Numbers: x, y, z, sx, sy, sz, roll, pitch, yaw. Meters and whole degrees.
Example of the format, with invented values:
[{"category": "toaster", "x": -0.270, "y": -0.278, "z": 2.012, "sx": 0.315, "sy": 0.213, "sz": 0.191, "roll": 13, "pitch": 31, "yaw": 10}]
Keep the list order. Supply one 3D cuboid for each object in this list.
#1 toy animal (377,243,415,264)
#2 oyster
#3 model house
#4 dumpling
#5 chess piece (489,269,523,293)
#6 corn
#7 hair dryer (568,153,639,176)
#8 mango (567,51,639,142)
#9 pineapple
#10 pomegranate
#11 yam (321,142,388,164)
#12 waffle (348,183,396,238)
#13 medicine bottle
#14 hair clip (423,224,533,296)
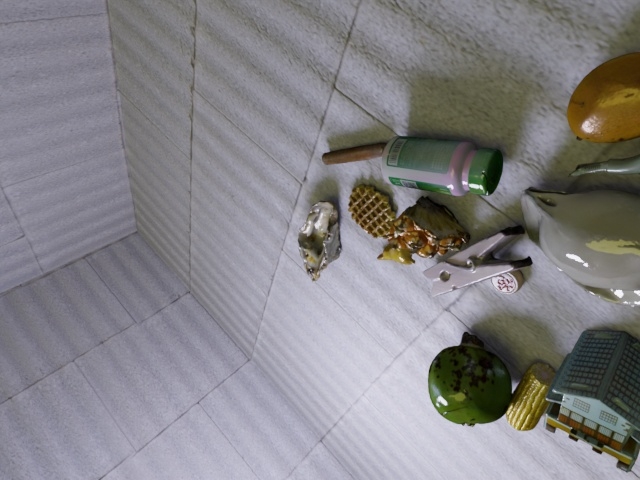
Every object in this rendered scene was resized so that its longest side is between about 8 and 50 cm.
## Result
[{"category": "toy animal", "x": 0.231, "y": 0.039, "z": 1.279, "sx": 0.083, "sy": 0.070, "sz": 0.159, "roll": 23, "pitch": 166, "yaw": -22}, {"category": "oyster", "x": 0.005, "y": -0.001, "z": 1.468, "sx": 0.166, "sy": 0.110, "sz": 0.341, "roll": 16, "pitch": 125, "yaw": 34}, {"category": "model house", "x": 0.653, "y": 0.354, "z": 0.923, "sx": 0.198, "sy": 0.224, "sz": 0.215, "roll": 23, "pitch": 135, "yaw": 39}, {"category": "dumpling", "x": 0.576, "y": 0.021, "z": 0.808, "sx": 0.341, "sy": 0.181, "sz": 0.260, "roll": 9, "pitch": 144, "yaw": 32}, {"category": "chess piece", "x": 0.491, "y": 0.102, "z": 1.060, "sx": 0.083, "sy": 0.038, "sz": 0.083, "roll": 27, "pitch": 135, "yaw": 31}, {"category": "corn", "x": 0.602, "y": 0.457, "z": 1.152, "sx": 0.093, "sy": 0.093, "sz": 0.244, "roll": 27, "pitch": 134, "yaw": 33}, {"category": "hair dryer", "x": 0.604, "y": -0.091, "z": 0.664, "sx": 0.229, "sy": 0.092, "sz": 0.267, "roll": 53, "pitch": 154, "yaw": 3}, {"category": "mango", "x": 0.545, "y": -0.251, "z": 0.682, "sx": 0.227, "sy": 0.109, "sz": 0.147, "roll": -17, "pitch": 103, "yaw": 51}, {"category": "pineapple", "x": 0.288, "y": -0.036, "z": 1.096, "sx": 0.114, "sy": 0.236, "sz": 0.186, "roll": 126, "pitch": 146, "yaw": -46}, {"category": "pomegranate", "x": 0.440, "y": 0.410, "z": 1.190, "sx": 0.254, "sy": 0.254, "sz": 0.270, "roll": -5, "pitch": 73, "yaw": 49}, {"category": "yam", "x": 0.107, "y": -0.261, "z": 1.212, "sx": 0.264, "sy": 0.046, "sz": 0.046, "roll": 3, "pitch": 118, "yaw": 47}, {"category": "waffle", "x": 0.162, "y": -0.092, "z": 1.282, "sx": 0.191, "sy": 0.038, "sz": 0.191, "roll": 28, "pitch": 134, "yaw": 33}, {"category": "medicine bottle", "x": 0.295, "y": -0.184, "z": 0.989, "sx": 0.274, "sy": 0.133, "sz": 0.133, "roll": 18, "pitch": 129, "yaw": 41}, {"category": "hair clip", "x": 0.406, "y": 0.070, "z": 1.070, "sx": 0.331, "sy": 0.085, "sz": 0.101, "roll": -47, "pitch": 60, "yaw": 61}]
